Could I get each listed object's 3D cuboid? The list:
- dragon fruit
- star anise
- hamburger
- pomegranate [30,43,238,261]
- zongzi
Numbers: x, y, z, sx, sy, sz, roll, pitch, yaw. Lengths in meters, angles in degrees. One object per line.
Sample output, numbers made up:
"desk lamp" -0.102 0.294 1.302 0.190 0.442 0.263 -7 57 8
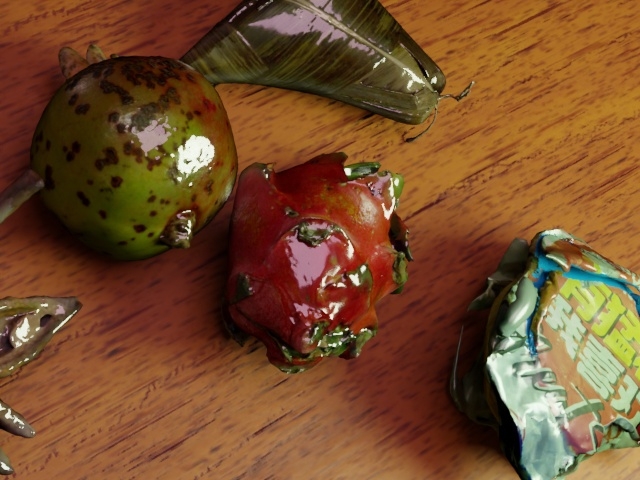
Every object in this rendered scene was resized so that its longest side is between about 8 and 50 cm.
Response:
"dragon fruit" 0.014 0.017 1.437 0.269 0.198 0.200 -11 66 -47
"star anise" -0.353 0.104 1.257 0.292 0.109 0.349 5 82 -30
"hamburger" 0.227 0.125 1.517 0.276 0.150 0.260 -16 93 -45
"pomegranate" -0.175 -0.090 1.399 0.198 0.198 0.246 17 23 -18
"zongzi" -0.006 -0.163 1.553 0.248 0.111 0.241 46 76 -8
